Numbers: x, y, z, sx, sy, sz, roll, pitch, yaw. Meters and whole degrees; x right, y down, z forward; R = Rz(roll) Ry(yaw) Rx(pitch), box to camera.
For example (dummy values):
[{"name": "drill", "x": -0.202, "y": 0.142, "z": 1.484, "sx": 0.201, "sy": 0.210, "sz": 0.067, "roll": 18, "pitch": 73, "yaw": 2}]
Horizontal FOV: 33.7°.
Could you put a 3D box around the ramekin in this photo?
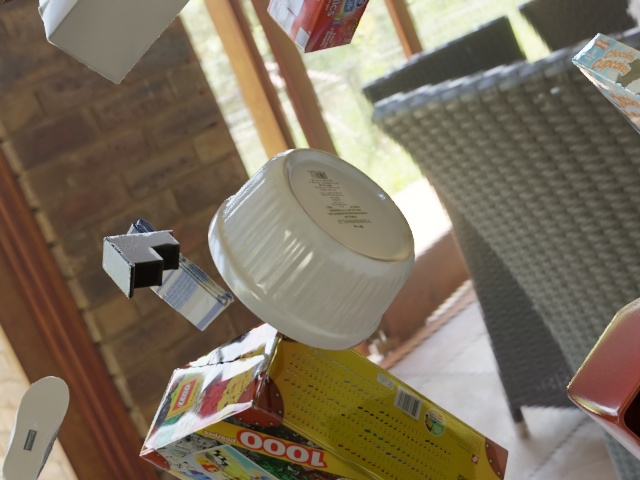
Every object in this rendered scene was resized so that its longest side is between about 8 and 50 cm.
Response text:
[{"name": "ramekin", "x": 0.000, "y": 0.000, "z": 1.079, "sx": 0.109, "sy": 0.207, "sz": 0.207, "roll": -51, "pitch": -4, "yaw": 29}]

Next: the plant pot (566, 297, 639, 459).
[{"name": "plant pot", "x": 0.539, "y": 0.229, "z": 1.607, "sx": 0.267, "sy": 0.267, "sz": 0.236, "roll": -53, "pitch": 14, "yaw": -13}]

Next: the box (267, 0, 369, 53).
[{"name": "box", "x": 0.019, "y": -0.479, "z": 1.894, "sx": 0.122, "sy": 0.128, "sz": 0.257, "roll": -20, "pitch": -30, "yaw": -38}]

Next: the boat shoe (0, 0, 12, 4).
[{"name": "boat shoe", "x": -0.339, "y": -0.346, "z": 1.234, "sx": 0.285, "sy": 0.092, "sz": 0.103, "roll": -25, "pitch": -1, "yaw": -29}]

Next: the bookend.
[{"name": "bookend", "x": -0.353, "y": 0.046, "z": 2.200, "sx": 0.157, "sy": 0.072, "sz": 0.156, "roll": -7, "pitch": 26, "yaw": -31}]

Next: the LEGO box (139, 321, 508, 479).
[{"name": "LEGO box", "x": 0.008, "y": 0.367, "z": 1.815, "sx": 0.372, "sy": 0.500, "sz": 0.193, "roll": -32, "pitch": 30, "yaw": 47}]

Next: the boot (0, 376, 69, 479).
[{"name": "boot", "x": -0.423, "y": 0.293, "z": 1.538, "sx": 0.086, "sy": 0.069, "sz": 0.190, "roll": 119, "pitch": 170, "yaw": -46}]

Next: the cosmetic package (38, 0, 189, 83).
[{"name": "cosmetic package", "x": -0.290, "y": -0.475, "z": 1.728, "sx": 0.385, "sy": 0.156, "sz": 0.217, "roll": -45, "pitch": 40, "yaw": 20}]

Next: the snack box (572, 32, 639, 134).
[{"name": "snack box", "x": 0.462, "y": -0.158, "z": 1.368, "sx": 0.060, "sy": 0.187, "sz": 0.322, "roll": -45, "pitch": 22, "yaw": 9}]

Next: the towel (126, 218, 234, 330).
[{"name": "towel", "x": -0.338, "y": 0.083, "z": 2.426, "sx": 0.034, "sy": 0.285, "sz": 0.209, "roll": -51, "pitch": 2, "yaw": -33}]
